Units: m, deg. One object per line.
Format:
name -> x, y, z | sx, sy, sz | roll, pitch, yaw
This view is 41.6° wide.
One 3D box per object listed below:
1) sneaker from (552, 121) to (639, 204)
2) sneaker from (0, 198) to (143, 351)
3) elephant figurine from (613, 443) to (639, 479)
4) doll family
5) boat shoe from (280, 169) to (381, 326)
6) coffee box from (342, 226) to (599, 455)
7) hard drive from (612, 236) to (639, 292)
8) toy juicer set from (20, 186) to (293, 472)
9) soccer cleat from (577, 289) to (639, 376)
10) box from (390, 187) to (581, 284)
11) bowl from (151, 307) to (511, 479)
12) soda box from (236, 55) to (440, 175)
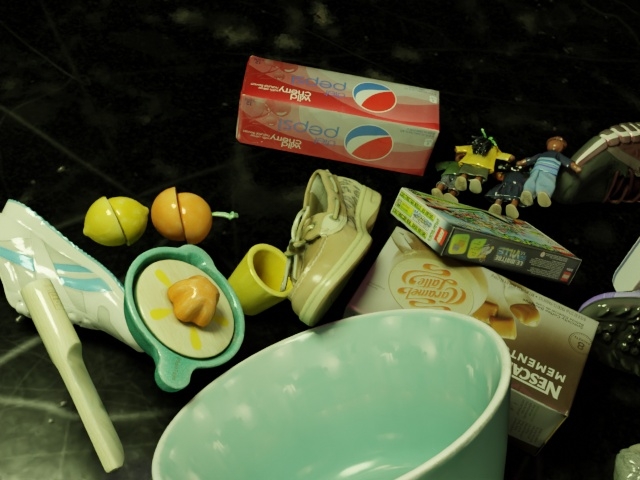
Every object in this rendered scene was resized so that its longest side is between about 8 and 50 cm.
sneaker -> 0.454, -0.079, 1.142 | 0.281, 0.106, 0.162 | -24, 62, -29
sneaker -> -0.271, 0.056, 0.899 | 0.229, 0.087, 0.092 | 35, 75, 12
elephant figurine -> 0.369, 0.271, 0.806 | 0.239, 0.186, 0.169 | 10, 72, -54
doll family -> 0.241, -0.094, 1.105 | 0.193, 0.076, 0.111 | 17, 50, 20
boat shoe -> 0.000, 0.000, 0.935 | 0.089, 0.104, 0.285 | 33, 22, -4
coffee box -> 0.158, 0.107, 0.923 | 0.247, 0.098, 0.141 | 27, 50, 11
hard drive -> 0.546, -0.009, 1.028 | 0.319, 0.210, 0.040 | -2, 52, -14
toy juicer set -> -0.161, 0.041, 0.826 | 0.209, 0.089, 0.329 | 48, 35, -2
soccer cleat -> 0.439, 0.091, 1.003 | 0.318, 0.108, 0.116 | 4, 37, -11
box -> 0.196, -0.004, 0.992 | 0.207, 0.036, 0.114 | 12, 19, -33
bowl -> 0.030, 0.202, 0.729 | 0.312, 0.163, 0.311 | -18, 18, 6
soda box -> 0.023, -0.166, 1.132 | 0.263, 0.092, 0.083 | 9, 50, -4
